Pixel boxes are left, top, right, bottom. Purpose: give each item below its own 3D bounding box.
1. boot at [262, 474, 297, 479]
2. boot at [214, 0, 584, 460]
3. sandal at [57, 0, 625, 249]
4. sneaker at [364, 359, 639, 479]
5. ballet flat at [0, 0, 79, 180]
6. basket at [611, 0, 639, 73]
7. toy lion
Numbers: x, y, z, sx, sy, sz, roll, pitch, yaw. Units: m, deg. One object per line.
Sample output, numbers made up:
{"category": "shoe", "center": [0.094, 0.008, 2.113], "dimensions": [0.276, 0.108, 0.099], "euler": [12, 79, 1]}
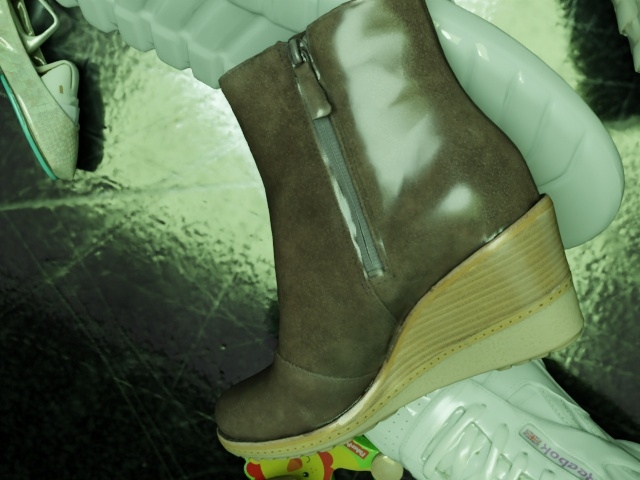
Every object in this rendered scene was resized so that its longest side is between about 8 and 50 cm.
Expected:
{"category": "boot", "center": [-0.054, 0.304, 0.617], "dimensions": [0.262, 0.095, 0.203], "euler": [-43, 81, 20]}
{"category": "boot", "center": [0.000, 0.000, 0.494], "dimensions": [0.249, 0.090, 0.206], "euler": [-28, 96, 28]}
{"category": "sandal", "center": [0.012, -0.134, 0.539], "dimensions": [0.416, 0.169, 0.102], "euler": [30, 62, -5]}
{"category": "sneaker", "center": [0.136, 0.146, 0.564], "dimensions": [0.305, 0.152, 0.114], "euler": [31, 105, 0]}
{"category": "ballet flat", "center": [-0.192, -0.123, 0.592], "dimensions": [0.052, 0.057, 0.168], "euler": [-25, 98, 0]}
{"category": "basket", "center": [0.266, -0.196, 0.457], "dimensions": [0.255, 0.201, 0.288], "euler": [-10, 79, -4]}
{"category": "toy lion", "center": [-0.002, 0.162, 0.644], "dimensions": [0.100, 0.034, 0.096], "euler": [35, 110, -2]}
